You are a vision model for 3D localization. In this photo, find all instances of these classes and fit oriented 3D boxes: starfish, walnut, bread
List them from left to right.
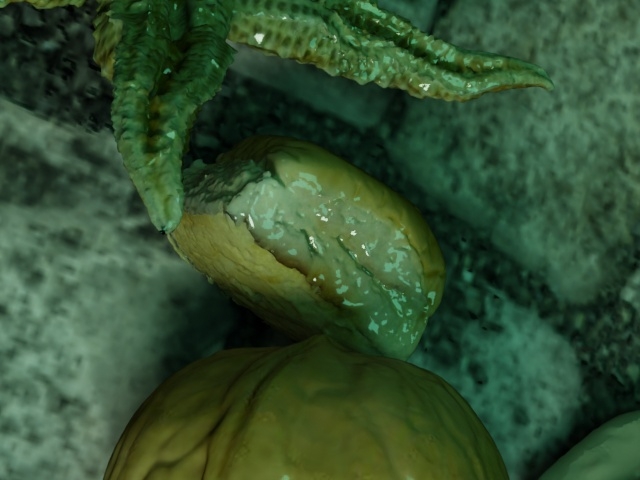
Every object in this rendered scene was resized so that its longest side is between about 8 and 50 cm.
[{"bbox_3d":[-0.054,-0.125,0.825,0.358,0.078,0.347,33,43,-17],"label":"starfish"},{"bbox_3d":[-0.009,0.153,0.787,0.193,0.193,0.226,7,95,-27],"label":"walnut"},{"bbox_3d":[-0.001,0.000,0.851,0.125,0.106,0.082,42,69,-20],"label":"bread"}]

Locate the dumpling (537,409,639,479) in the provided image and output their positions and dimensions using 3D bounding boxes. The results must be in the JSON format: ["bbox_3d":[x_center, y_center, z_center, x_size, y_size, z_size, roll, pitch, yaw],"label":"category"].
[{"bbox_3d":[0.273,0.157,0.936,0.318,0.187,0.243,31,62,-8],"label":"dumpling"}]
